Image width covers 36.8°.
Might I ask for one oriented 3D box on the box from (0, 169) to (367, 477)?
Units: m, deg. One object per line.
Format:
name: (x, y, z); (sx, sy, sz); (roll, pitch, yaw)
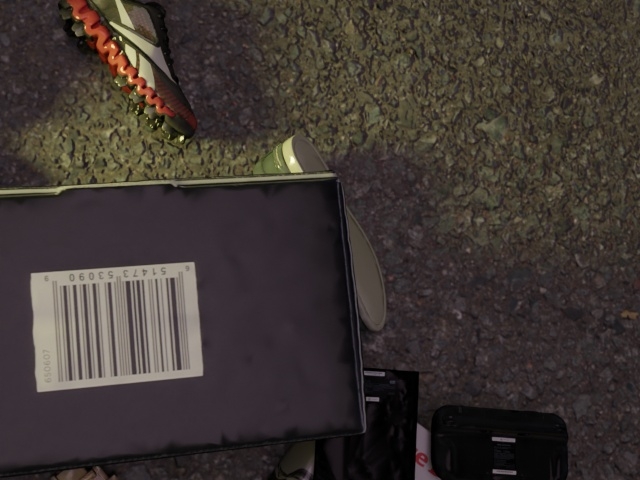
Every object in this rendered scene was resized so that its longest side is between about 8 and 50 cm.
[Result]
box: (-0.243, 0.113, 1.174); (0.480, 0.472, 0.297); (-4, 83, -14)

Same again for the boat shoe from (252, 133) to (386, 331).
boat shoe: (0.000, 0.000, 1.459); (0.099, 0.116, 0.319); (-24, 95, 28)

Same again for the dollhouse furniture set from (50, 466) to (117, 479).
dollhouse furniture set: (-0.346, 0.421, 1.163); (0.303, 0.355, 0.173); (-40, 92, -16)

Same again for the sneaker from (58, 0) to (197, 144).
sneaker: (-0.258, -0.274, 1.423); (0.135, 0.097, 0.276); (-39, 90, -13)

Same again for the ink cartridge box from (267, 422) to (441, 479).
ink cartridge box: (0.043, 0.436, 1.347); (0.285, 0.166, 0.394); (37, 75, -6)

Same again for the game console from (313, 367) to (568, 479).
game console: (0.168, 0.288, 1.294); (0.362, 0.044, 0.213); (7, 79, -13)
